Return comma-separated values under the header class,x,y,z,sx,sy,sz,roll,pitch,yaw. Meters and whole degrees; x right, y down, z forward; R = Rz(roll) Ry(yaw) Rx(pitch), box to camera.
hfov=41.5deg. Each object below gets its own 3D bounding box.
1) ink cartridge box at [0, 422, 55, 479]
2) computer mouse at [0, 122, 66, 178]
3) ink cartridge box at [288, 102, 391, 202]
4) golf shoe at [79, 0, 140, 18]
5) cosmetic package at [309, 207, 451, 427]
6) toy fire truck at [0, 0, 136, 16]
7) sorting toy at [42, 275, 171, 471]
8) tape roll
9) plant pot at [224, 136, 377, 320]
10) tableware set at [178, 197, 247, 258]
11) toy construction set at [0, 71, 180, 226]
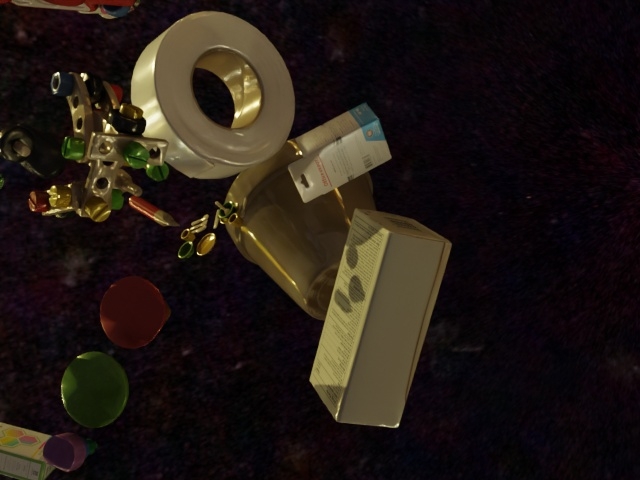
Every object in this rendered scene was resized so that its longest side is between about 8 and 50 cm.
class,x,y,z,sx,sy,sz,roll,pitch,yaw
ink cartridge box,-0.679,0.454,1.836,0.209,0.109,0.062,14,102,3
computer mouse,-0.525,-0.188,1.405,0.242,0.041,0.071,36,84,1
ink cartridge box,0.026,-0.156,1.509,0.180,0.104,0.060,-27,46,-3
golf shoe,-0.450,-0.499,1.795,0.067,0.186,0.086,43,129,12
cosmetic package,0.089,0.120,1.344,0.113,0.160,0.309,9,103,-20
toy fire truck,-0.424,-0.439,1.353,0.302,0.254,0.169,7,82,13
sorting toy,-0.353,0.233,1.473,0.127,0.126,0.365,29,95,18
tape roll,-0.188,-0.254,1.504,0.100,0.286,0.286,-15,87,52
plant pot,0.000,0.000,1.707,0.323,0.323,0.280,-45,50,19
tableware set,-0.202,-0.023,1.558,0.154,0.024,0.104,-21,46,33
toy construction set,-0.329,-0.105,1.363,0.237,0.309,0.257,28,83,41
